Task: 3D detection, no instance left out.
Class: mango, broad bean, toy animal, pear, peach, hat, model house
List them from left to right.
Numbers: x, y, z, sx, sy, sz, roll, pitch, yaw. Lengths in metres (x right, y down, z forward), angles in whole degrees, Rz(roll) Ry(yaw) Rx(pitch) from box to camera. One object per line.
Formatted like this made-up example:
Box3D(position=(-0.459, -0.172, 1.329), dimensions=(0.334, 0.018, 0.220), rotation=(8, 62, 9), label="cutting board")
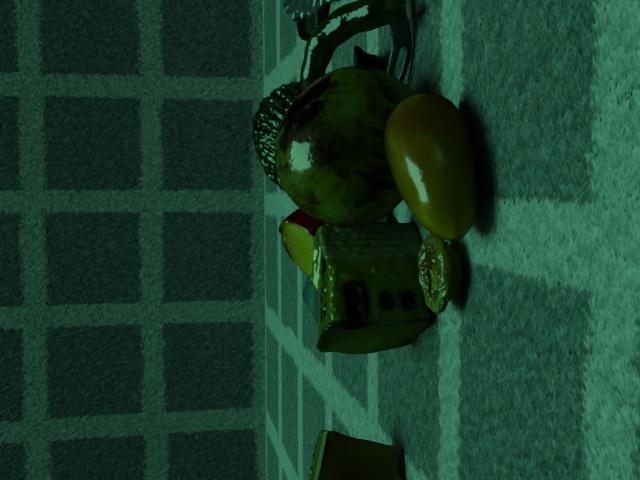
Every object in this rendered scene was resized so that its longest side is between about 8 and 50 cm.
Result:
Box3D(position=(0.000, 0.000, 1.957), dimensions=(0.190, 0.192, 0.190), rotation=(174, 90, -90), label="peach")
Box3D(position=(0.003, -0.219, 1.973), dimensions=(0.332, 0.242, 0.274), rotation=(34, 151, 50), label="hat")
Box3D(position=(0.043, -0.347, 1.544), dimensions=(0.049, 0.144, 0.292), rotation=(-42, -14, -53), label="broad bean")
Box3D(position=(0.053, -0.166, 1.463), dimensions=(0.283, 0.283, 0.283), rotation=(179, 90, -79), label="pear")
Box3D(position=(0.083, 0.072, 1.523), dimensions=(0.175, 0.193, 0.234), rotation=(105, 161, -63), label="model house")
Box3D(position=(0.110, -0.451, 1.531), dimensions=(0.284, 0.225, 0.302), rotation=(62, 146, 26), label="toy animal")
Box3D(position=(0.167, -0.106, 1.238), dimensions=(0.154, 0.126, 0.252), rotation=(85, 177, -56), label="mango")

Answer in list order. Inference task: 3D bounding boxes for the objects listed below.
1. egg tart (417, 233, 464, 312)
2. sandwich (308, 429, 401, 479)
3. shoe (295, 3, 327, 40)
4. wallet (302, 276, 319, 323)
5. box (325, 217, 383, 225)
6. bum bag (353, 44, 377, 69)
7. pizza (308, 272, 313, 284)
Box3D(position=(0.190, 0.050, 1.321), dimensions=(0.130, 0.052, 0.130), rotation=(178, 90, -78), label="egg tart")
Box3D(position=(0.068, 0.499, 1.643), dimensions=(0.108, 0.186, 0.220), rotation=(130, 155, -74), label="sandwich")
Box3D(position=(-0.035, -0.697, 2.285), dimensions=(0.293, 0.109, 0.149), rotation=(97, 162, -55), label="shoe")
Box3D(position=(0.002, 0.082, 2.317), dimensions=(0.251, 0.054, 0.290), rotation=(-128, 40, -71), label="wallet")
Box3D(position=(0.066, -0.031, 1.724), dimensions=(0.146, 0.088, 0.200), rotation=(-25, 38, 63), label="box")
Box3D(position=(0.094, -0.337, 1.720), dimensions=(0.159, 0.026, 0.109), rotation=(-11, -79, -74), label="bum bag")
Box3D(position=(0.077, 0.109, 1.752), dimensions=(0.062, 0.188, 0.199), rotation=(-68, -16, 10), label="pizza")
